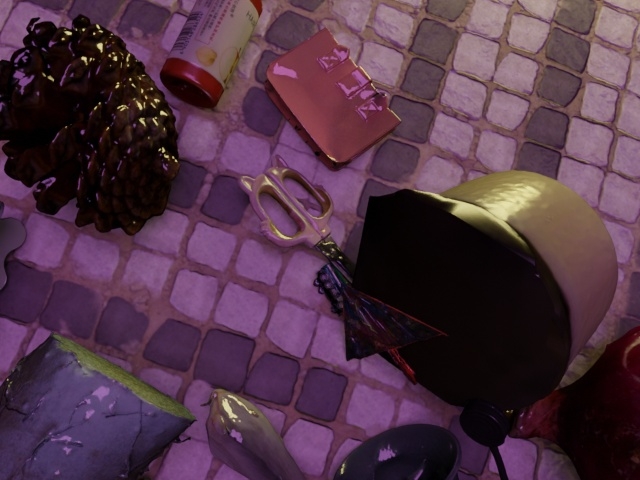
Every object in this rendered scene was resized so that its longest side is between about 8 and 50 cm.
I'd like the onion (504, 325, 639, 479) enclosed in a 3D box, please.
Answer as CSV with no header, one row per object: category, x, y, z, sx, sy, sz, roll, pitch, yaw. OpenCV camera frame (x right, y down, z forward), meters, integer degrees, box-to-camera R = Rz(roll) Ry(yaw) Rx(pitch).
onion,0.465,0.283,0.867,0.385,0.347,0.348,1,76,28

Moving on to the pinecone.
pinecone,-0.336,-0.162,0.840,0.242,0.298,0.296,-37,71,-16

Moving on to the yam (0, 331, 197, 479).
yam,-0.357,0.294,0.768,0.241,0.241,0.348,41,81,2

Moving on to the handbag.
handbag,0.019,-0.241,1.013,0.157,0.059,0.212,-38,87,-11

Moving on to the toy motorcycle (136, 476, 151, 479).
toy motorcycle,-0.302,0.418,0.809,0.061,0.124,0.193,46,74,-11

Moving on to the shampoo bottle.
shampoo bottle,-0.165,-0.367,0.990,0.104,0.104,0.278,23,77,-2

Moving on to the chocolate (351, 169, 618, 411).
chocolate,0.250,0.046,0.869,0.326,0.314,0.297,28,43,25

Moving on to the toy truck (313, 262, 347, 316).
toy truck,0.024,0.079,0.962,0.044,0.039,0.083,-30,82,-26

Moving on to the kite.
kite,0.088,0.137,0.867,0.009,0.232,0.189,-36,90,-37

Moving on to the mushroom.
mushroom,-0.082,0.339,0.870,0.096,0.099,0.278,-37,89,-7

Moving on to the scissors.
scissors,0.000,0.000,0.955,0.317,0.024,0.160,49,51,2

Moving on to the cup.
cup,0.135,0.388,0.858,0.199,0.199,0.150,-26,101,-11

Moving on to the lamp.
lamp,0.256,0.407,0.817,0.108,0.130,0.371,-33,118,-41

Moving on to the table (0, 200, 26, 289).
table,-0.532,0.031,0.847,0.166,0.166,0.198,16,70,-4
